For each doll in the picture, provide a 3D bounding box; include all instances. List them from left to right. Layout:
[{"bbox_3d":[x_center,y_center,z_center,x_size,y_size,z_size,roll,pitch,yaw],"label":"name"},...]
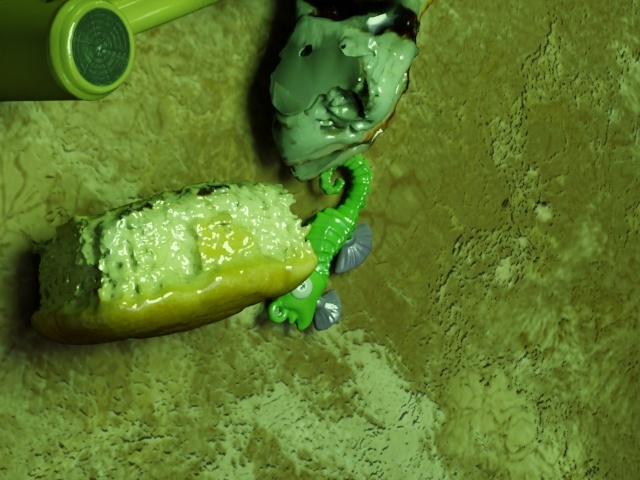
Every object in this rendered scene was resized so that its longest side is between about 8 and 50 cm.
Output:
[{"bbox_3d":[0.000,0.000,1.873,0.115,0.050,0.190,45,66,-40],"label":"doll"}]

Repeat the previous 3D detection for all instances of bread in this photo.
[{"bbox_3d":[-0.131,0.022,1.700,0.245,0.174,0.121,-17,85,-37],"label":"bread"}]

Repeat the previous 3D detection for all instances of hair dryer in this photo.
[{"bbox_3d":[-0.166,-0.194,1.680,0.278,0.135,0.090,-29,113,-43],"label":"hair dryer"}]

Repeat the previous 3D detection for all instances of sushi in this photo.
[{"bbox_3d":[0.039,-0.216,1.824,0.130,0.124,0.332,39,69,-63],"label":"sushi"}]
